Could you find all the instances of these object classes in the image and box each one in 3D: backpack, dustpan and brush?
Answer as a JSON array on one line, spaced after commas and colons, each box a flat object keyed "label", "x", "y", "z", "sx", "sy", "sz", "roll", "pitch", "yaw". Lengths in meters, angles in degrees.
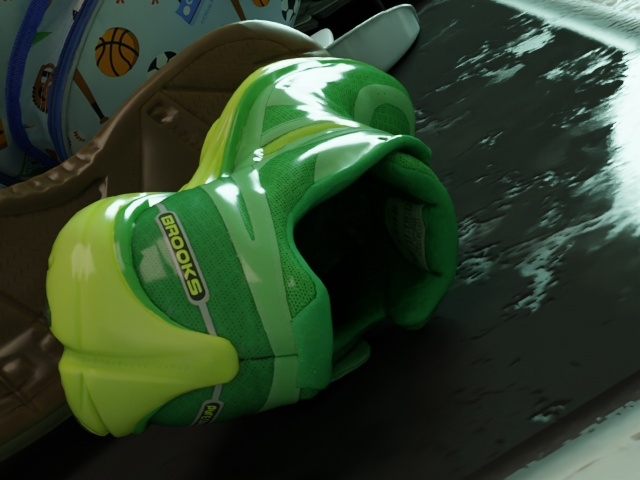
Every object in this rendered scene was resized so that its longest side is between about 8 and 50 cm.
[{"label": "backpack", "x": -0.162, "y": -0.136, "z": 0.884, "sx": 0.213, "sy": 0.263, "sz": 0.276, "roll": 18, "pitch": 87, "yaw": 41}, {"label": "dustpan and brush", "x": 0.002, "y": -0.125, "z": 0.982, "sx": 0.147, "sy": 0.060, "sz": 0.211, "roll": -30, "pitch": 15, "yaw": 10}]

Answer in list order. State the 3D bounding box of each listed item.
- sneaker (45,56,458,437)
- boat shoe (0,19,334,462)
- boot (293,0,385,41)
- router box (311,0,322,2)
[{"label": "sneaker", "x": 0.000, "y": 0.000, "z": 0.558, "sx": 0.123, "sy": 0.109, "sz": 0.295, "roll": 3, "pitch": 22, "yaw": 17}, {"label": "boat shoe", "x": -0.117, "y": 0.027, "z": 0.688, "sx": 0.341, "sy": 0.121, "sz": 0.110, "roll": -38, "pitch": -21, "yaw": -23}, {"label": "boot", "x": -0.074, "y": -0.146, "z": 1.160, "sx": 0.246, "sy": 0.083, "sz": 0.161, "roll": -33, "pitch": 15, "yaw": -17}, {"label": "router box", "x": -0.063, "y": -0.255, "z": 1.286, "sx": 0.301, "sy": 0.082, "sz": 0.335, "roll": -16, "pitch": -1, "yaw": -44}]
